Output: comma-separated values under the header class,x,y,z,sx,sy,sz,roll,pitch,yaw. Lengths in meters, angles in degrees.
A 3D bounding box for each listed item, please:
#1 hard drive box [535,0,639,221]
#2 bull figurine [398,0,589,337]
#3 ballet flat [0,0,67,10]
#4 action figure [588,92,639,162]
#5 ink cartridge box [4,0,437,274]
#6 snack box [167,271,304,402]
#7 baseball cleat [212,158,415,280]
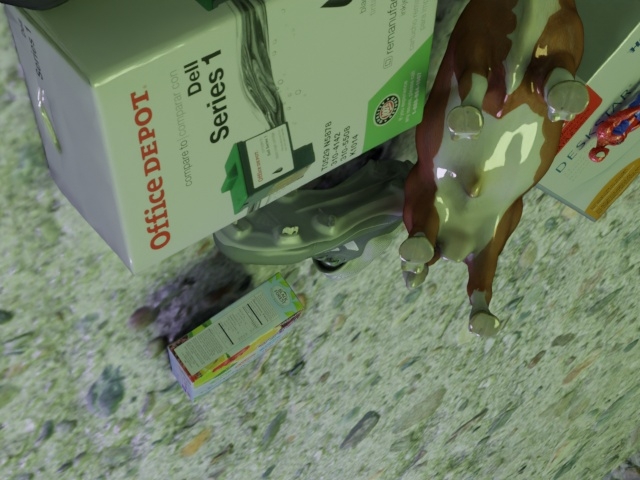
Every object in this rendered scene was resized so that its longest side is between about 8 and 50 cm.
class,x,y,z,sx,sy,sz,roll,pitch,yaw
hard drive box,0.236,-0.128,0.898,0.181,0.089,0.232,-51,150,14
bull figurine,0.117,-0.089,0.694,0.188,0.101,0.310,-72,171,-53
ballet flat,-0.050,-0.197,0.468,0.280,0.095,0.096,-31,160,0
action figure,0.261,-0.108,0.836,0.115,0.030,0.038,-45,156,7
ink cartridge box,-0.047,-0.100,0.586,0.219,0.092,0.160,-30,148,-21
snack box,-0.068,0.080,0.810,0.100,0.037,0.141,-33,172,-14
baseball cleat,0.000,0.000,0.799,0.206,0.072,0.109,-17,142,-37
